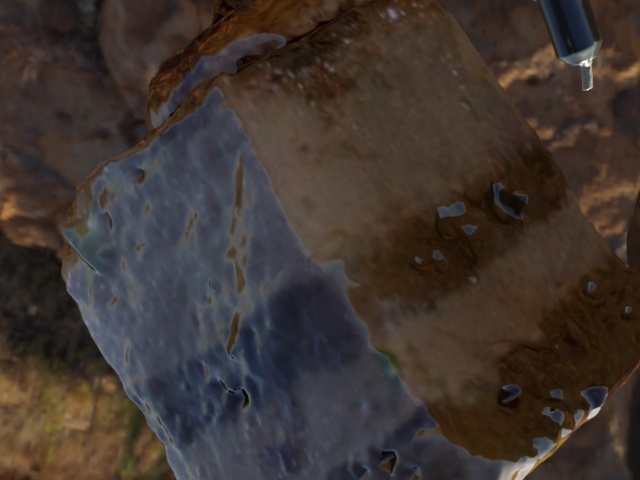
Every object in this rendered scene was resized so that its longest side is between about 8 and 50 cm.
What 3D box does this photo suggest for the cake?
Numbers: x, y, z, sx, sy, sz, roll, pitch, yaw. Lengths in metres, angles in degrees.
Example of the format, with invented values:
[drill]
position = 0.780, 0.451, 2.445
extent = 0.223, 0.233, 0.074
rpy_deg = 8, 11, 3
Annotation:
[cake]
position = 0.000, 0.000, 0.651
extent = 0.293, 0.198, 0.196
rpy_deg = 58, 140, 3

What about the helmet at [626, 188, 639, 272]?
[helmet]
position = 0.393, -0.008, 1.231
extent = 0.189, 0.193, 0.216
rpy_deg = 19, 121, -11

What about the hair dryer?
[hair dryer]
position = 0.133, -0.199, 0.850
extent = 0.124, 0.071, 0.219
rpy_deg = -22, 99, 12
